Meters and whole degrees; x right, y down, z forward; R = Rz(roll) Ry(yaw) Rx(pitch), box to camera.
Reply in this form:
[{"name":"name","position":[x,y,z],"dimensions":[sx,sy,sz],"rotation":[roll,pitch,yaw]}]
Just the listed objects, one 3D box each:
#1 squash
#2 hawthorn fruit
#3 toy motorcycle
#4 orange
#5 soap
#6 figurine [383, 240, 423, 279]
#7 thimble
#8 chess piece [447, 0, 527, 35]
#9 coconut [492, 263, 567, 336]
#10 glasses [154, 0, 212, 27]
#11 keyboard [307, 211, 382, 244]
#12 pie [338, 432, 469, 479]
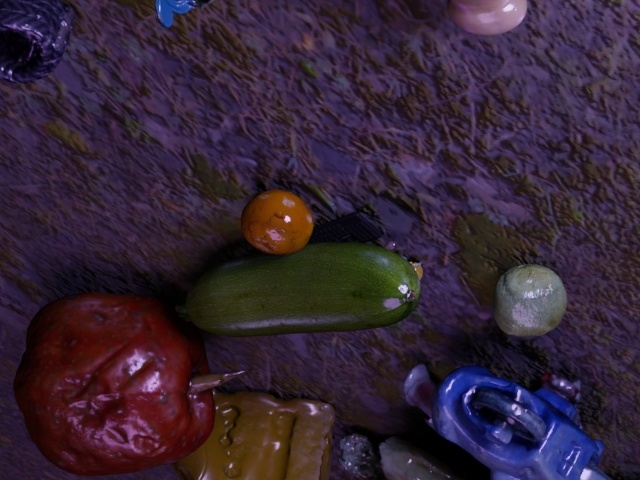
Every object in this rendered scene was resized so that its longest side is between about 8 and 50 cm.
[{"name":"squash","position":[-0.029,0.059,1.817],"dimensions":[0.395,0.107,0.107],"rotation":[-9,143,44]},{"name":"hawthorn fruit","position":[-0.264,0.186,1.998],"dimensions":[0.261,0.258,0.258],"rotation":[22,159,41]},{"name":"toy motorcycle","position":[0.234,0.266,2.005],"dimensions":[0.241,0.182,0.319],"rotation":[-12,142,32]},{"name":"orange","position":[-0.049,-0.021,1.764],"dimensions":[0.083,0.070,0.083],"rotation":[22,156,10]},{"name":"soap","position":[-0.149,0.378,2.155],"dimensions":[0.304,0.339,0.169],"rotation":[5,145,7]},{"name":"figurine","position":[0.089,0.034,1.833],"dimensions":[0.050,0.047,0.083],"rotation":[-24,138,28]},{"name":"thimble","position":[-0.306,-0.209,1.565],"dimensions":[0.104,0.066,0.095],"rotation":[-17,140,38]},{"name":"chess piece","position":[0.101,-0.278,1.303],"dimensions":[0.138,0.124,0.307],"rotation":[-28,143,2]},{"name":"coconut","position":[0.243,0.073,1.805],"dimensions":[0.087,0.088,0.096],"rotation":[3,141,14]},{"name":"glasses","position":[-0.073,-0.303,1.359],"dimensions":[0.206,0.102,0.239],"rotation":[-17,145,-7]},{"name":"keyboard","position":[0.000,0.000,1.836],"dimensions":[0.155,0.010,0.053],"rotation":[-19,135,39]},{"name":"pie","position":[0.170,0.357,2.215],"dimensions":[0.302,0.067,0.302],"rotation":[21,165,6]}]
